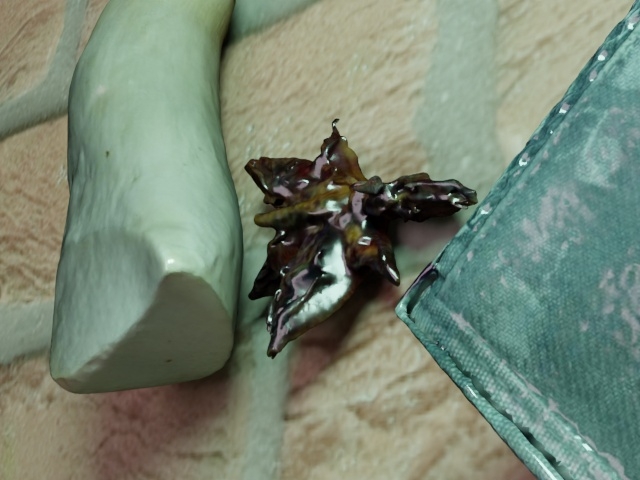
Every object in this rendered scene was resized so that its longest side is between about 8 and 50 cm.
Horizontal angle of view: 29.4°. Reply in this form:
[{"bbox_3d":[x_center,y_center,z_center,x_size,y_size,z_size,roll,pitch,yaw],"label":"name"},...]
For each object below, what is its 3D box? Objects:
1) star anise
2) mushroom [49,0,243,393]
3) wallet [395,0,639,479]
[{"bbox_3d":[0.003,0.002,0.798,0.212,0.053,0.157,32,92,49],"label":"star anise"},{"bbox_3d":[-0.120,-0.080,0.908,0.177,0.126,0.397,-50,35,41],"label":"mushroom"},{"bbox_3d":[0.206,-0.026,0.501,0.342,0.075,0.237,-53,46,11],"label":"wallet"}]
